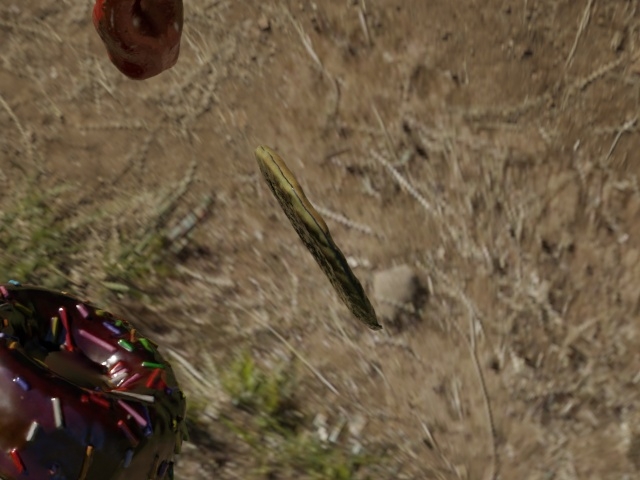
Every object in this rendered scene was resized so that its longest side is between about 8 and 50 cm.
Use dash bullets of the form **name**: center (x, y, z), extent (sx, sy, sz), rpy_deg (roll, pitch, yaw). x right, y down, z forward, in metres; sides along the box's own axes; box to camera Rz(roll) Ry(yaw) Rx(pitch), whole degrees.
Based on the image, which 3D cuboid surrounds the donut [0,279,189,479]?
- **donut**: center (-0.208, 0.115, 1.096), extent (0.235, 0.235, 0.089), rpy_deg (35, 108, 11)

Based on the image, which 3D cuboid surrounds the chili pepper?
- **chili pepper**: center (-0.112, -0.140, 0.876), extent (0.059, 0.191, 0.050), rpy_deg (-36, 80, -12)

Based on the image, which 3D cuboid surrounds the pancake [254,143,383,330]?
- **pancake**: center (-0.001, 0.001, 0.678), extent (0.011, 0.115, 0.115), rpy_deg (-32, 78, -2)
